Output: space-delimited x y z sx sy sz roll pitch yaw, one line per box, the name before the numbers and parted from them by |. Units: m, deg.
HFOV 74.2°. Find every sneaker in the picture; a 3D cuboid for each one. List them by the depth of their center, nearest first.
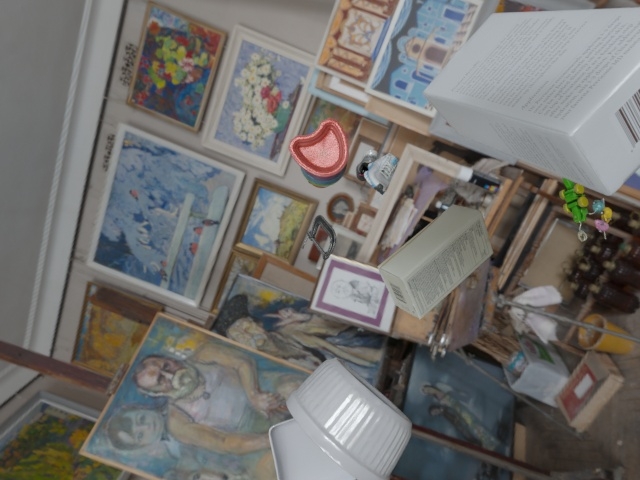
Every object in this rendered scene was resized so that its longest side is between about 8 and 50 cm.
sneaker | 0.170 -0.191 1.137 0.083 0.071 0.191 -39 18 26
sneaker | 0.165 -0.256 1.548 0.170 0.063 0.075 115 164 -65

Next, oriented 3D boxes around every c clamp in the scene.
c clamp | 0.000 0.000 1.251 0.161 0.022 0.137 46 125 52

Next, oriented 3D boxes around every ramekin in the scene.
ramekin | 0.054 0.290 0.706 0.109 0.207 0.207 -51 -1 -7

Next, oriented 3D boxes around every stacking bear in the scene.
stacking bear | 0.005 -0.252 1.402 0.175 0.164 0.289 -31 -4 -4

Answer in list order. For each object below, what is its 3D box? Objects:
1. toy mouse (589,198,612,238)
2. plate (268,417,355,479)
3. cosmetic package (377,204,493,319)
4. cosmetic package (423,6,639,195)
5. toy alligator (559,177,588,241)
toy mouse | 0.998 -0.089 1.503 0.031 0.143 0.161 -11 73 52
plate | 0.003 0.565 1.157 0.045 0.277 0.278 -149 49 -62
cosmetic package | 0.328 0.054 1.192 0.309 0.160 0.113 -37 30 -17
cosmetic package | 0.416 -0.284 0.799 0.230 0.161 0.453 -48 29 11
toy alligator | 0.700 -0.089 1.147 0.056 0.051 0.190 141 124 -63
